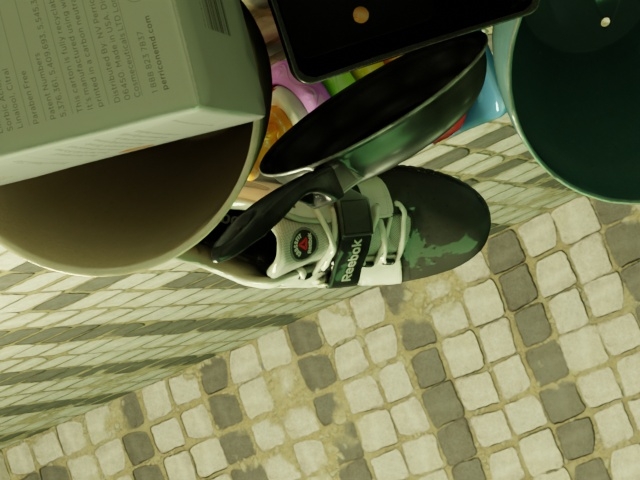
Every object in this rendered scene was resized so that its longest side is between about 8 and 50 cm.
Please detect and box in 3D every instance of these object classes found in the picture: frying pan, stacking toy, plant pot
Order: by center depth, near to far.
[{"bbox_3d":[0.038,-0.071,1.145,0.197,0.053,0.326,-28,-164,15],"label":"frying pan"},{"bbox_3d":[0.033,-0.221,1.220,0.187,0.188,0.167,-19,180,-8],"label":"plant pot"},{"bbox_3d":[-0.139,-0.123,1.283,0.256,0.256,0.274,-23,-175,15],"label":"plant pot"},{"bbox_3d":[0.277,-0.205,1.468,0.290,0.290,0.195,-19,-150,-5],"label":"plant pot"},{"bbox_3d":[0.007,-0.125,1.492,0.302,0.165,0.175,-29,-175,-29],"label":"stacking toy"}]

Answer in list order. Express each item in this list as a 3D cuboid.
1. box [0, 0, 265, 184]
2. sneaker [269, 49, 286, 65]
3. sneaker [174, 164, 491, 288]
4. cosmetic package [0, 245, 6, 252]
[{"bbox_3d":[-0.235,-0.119,1.035,0.345,0.168,0.215,-14,-179,9],"label":"box"},{"bbox_3d":[-0.080,-0.127,1.601,0.315,0.127,0.182,-17,172,-5],"label":"sneaker"},{"bbox_3d":[0.000,0.000,1.503,0.331,0.122,0.146,1,-162,-3],"label":"sneaker"},{"bbox_3d":[-0.391,-0.015,1.683,0.239,0.060,0.099,-25,139,23],"label":"cosmetic package"}]
